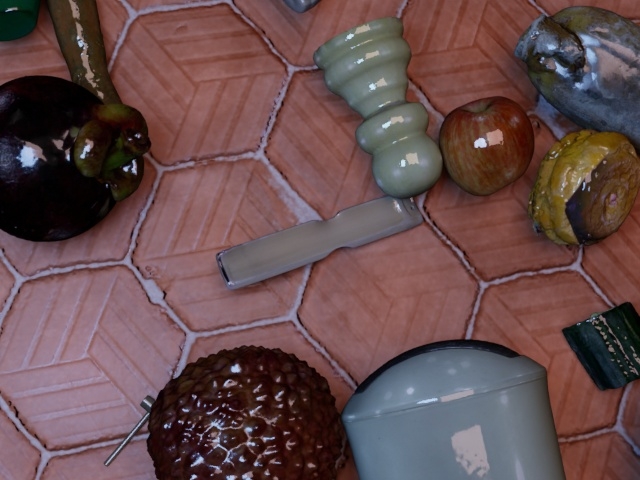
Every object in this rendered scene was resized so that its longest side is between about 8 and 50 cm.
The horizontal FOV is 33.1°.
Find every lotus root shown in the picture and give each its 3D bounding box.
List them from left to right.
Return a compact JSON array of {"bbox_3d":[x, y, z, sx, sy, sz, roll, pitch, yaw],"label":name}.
[{"bbox_3d":[0.457,-0.232,1.632,0.349,0.175,0.175,36,75,-5],"label":"lotus root"}]

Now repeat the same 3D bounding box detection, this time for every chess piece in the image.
[{"bbox_3d":[0.098,-0.183,1.582,0.144,0.144,0.251,-20,85,-13],"label":"chess piece"}]

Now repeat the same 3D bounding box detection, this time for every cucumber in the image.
[{"bbox_3d":[0.441,0.150,1.596,0.116,0.062,0.115,-30,87,-12],"label":"cucumber"}]

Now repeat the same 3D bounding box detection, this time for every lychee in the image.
[{"bbox_3d":[-0.108,0.274,1.379,0.300,0.264,0.264,-38,86,-5],"label":"lychee"}]

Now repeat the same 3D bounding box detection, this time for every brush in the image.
[{"bbox_3d":[0.000,0.000,1.572,0.321,0.050,0.060,-19,78,-20],"label":"brush"}]

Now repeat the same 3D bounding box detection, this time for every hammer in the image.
[{"bbox_3d":[-0.261,0.267,1.486,0.035,0.019,0.110,40,80,2],"label":"hammer"}]

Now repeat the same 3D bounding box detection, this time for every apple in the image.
[{"bbox_3d":[0.245,-0.138,1.589,0.146,0.146,0.131,-22,105,-13],"label":"apple"}]

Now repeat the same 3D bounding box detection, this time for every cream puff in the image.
[{"bbox_3d":[0.384,-0.078,1.597,0.189,0.129,0.189,-19,122,-33],"label":"cream puff"}]

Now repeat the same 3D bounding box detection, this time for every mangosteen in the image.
[{"bbox_3d":[-0.343,-0.112,1.436,0.265,0.228,0.228,-4,76,22],"label":"mangosteen"}]

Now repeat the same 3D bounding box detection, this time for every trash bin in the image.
[{"bbox_3d":[0.194,0.346,1.408,0.280,0.280,0.432,-12,83,-11],"label":"trash bin"}]

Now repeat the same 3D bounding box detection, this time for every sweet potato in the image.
[{"bbox_3d":[-0.341,-0.272,1.565,0.075,0.075,0.273,-17,83,-12],"label":"sweet potato"}]

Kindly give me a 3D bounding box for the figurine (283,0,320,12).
[{"bbox_3d":[-0.048,-0.513,1.609,0.284,0.167,0.343,6,98,0],"label":"figurine"}]

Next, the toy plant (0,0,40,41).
[{"bbox_3d":[-0.459,-0.401,1.541,0.232,0.112,0.243,7,74,24],"label":"toy plant"}]
